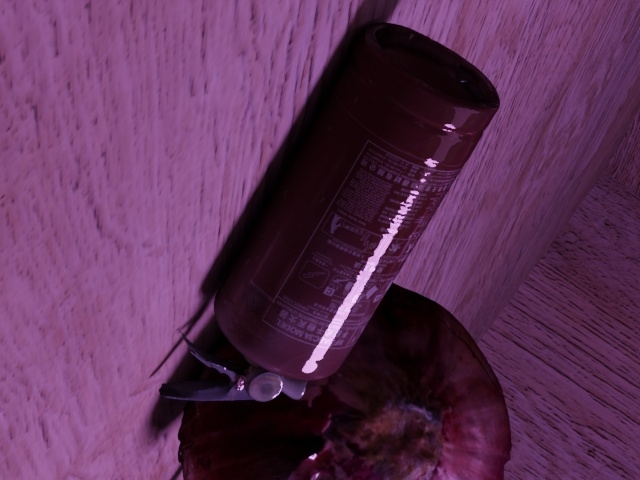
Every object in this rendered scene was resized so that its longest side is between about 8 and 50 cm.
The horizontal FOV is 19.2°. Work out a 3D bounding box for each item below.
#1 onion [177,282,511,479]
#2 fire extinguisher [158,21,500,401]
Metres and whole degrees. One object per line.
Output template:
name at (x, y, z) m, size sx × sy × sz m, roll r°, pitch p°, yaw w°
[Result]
onion at (0.007, 0.145, 1.343) m, size 0.219 × 0.252 × 0.252 m, roll -12°, pitch -149°, yaw 53°
fire extinguisher at (0.000, 0.000, 1.161) m, size 0.269 × 0.105 × 0.105 m, roll -59°, pitch 170°, yaw 24°
